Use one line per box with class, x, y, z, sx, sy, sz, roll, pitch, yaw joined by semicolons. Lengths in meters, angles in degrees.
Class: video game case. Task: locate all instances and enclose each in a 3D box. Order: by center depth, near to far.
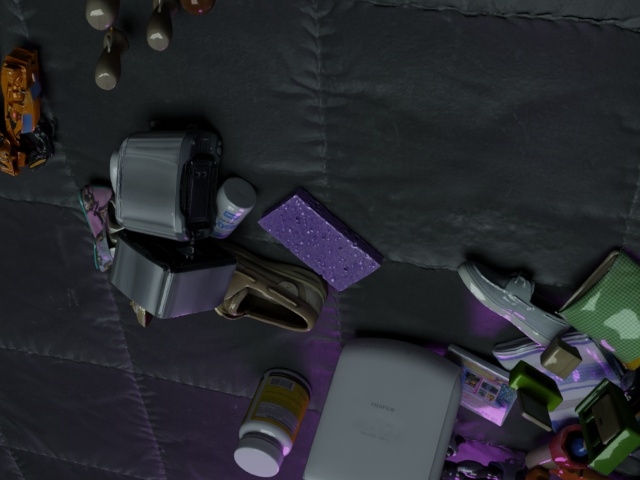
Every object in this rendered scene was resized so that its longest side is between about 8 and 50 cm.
video game case;0.306;0.284;1.805;0.157;0.019;0.143;27;137;15

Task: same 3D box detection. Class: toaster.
toaster;-0.262;-0.090;1.583;0.146;0.129;0.227;8;99;23
toaster;-0.269;0.049;1.646;0.168;0.185;0.110;30;114;33

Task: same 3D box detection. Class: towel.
towel;0.476;0.274;1.739;0.209;0.034;0.285;-18;123;36

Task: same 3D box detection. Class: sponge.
sponge;0.000;0.000;1.672;0.210;0.031;0.117;40;134;-16

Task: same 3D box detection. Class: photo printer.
photo printer;0.127;0.343;1.762;0.255;0.308;0.107;13;164;20

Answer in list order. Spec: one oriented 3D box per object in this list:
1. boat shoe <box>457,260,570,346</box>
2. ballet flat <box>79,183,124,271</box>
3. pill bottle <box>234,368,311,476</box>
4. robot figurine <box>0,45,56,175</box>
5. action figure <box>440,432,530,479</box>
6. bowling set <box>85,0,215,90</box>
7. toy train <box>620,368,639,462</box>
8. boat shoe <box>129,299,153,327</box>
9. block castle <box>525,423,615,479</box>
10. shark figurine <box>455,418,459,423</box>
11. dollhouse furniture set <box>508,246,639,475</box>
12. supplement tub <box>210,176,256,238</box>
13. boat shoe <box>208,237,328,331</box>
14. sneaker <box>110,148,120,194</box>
boat shoe;0.342;0.093;1.599;0.227;0.079;0.081;36;116;-12
ballet flat;-0.414;-0.020;1.802;0.079;0.077;0.222;-2;134;-2
pill bottle;-0.103;0.386;1.957;0.119;0.209;0.119;12;135;12
robot figurine;-0.581;-0.234;1.647;0.211;0.085;0.291;21;136;4
action figure;0.293;0.485;1.928;0.284;0.099;0.185;9;137;-2
bowling set;-0.252;-0.369;1.367;0.199;0.154;0.287;1;134;-4
toy train;0.674;0.345;1.611;0.333;0.190;0.142;27;137;-4
boat shoe;-0.377;0.123;1.937;0.045;0.050;0.135;15;126;13
block castle;0.521;0.608;1.725;0.303;0.453;0.213;26;148;-9
shark figurine;0.135;0.406;1.920;0.166;0.278;0.116;25;141;62
dollhouse furniture set;0.476;0.197;1.509;0.197;0.151;0.302;32;114;-9
supplement tub;-0.168;-0.057;1.657;0.071;0.071;0.107;34;136;-11
boat shoe;-0.161;0.087;1.763;0.341;0.110;0.122;13;135;11
sneaker;-0.318;-0.089;1.698;0.094;0.080;0.212;-4;138;11
